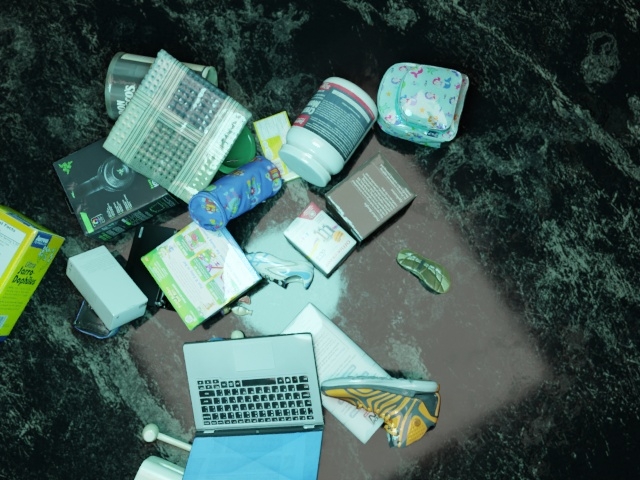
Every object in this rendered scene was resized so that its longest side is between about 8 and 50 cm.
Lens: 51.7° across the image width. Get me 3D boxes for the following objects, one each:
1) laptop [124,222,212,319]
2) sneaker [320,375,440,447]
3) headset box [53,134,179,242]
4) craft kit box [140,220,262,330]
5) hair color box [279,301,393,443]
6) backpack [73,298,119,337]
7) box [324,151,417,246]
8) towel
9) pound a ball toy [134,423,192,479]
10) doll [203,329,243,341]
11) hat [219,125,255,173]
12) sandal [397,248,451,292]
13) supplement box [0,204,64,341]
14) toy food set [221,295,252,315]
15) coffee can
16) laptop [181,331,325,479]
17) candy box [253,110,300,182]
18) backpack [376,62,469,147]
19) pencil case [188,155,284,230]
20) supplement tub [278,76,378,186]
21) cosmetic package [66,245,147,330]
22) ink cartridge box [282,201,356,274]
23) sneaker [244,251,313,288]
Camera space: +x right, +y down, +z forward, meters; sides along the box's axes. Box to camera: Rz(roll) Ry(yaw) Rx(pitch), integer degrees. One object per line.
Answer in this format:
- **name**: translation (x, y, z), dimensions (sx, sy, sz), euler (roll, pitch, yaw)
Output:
- **laptop**: translation (-0.432, 0.089, 1.958), dimensions (0.264, 0.136, 0.235), euler (16, 83, -22)
- **sneaker**: translation (0.156, 0.450, 1.730), dimensions (0.320, 0.124, 0.180), euler (4, 82, 1)
- **headset box**: translation (-0.603, -0.162, 1.929), dimensions (0.283, 0.131, 0.247), euler (-26, 79, -2)
- **craft kit box**: translation (-0.332, 0.082, 1.857), dimensions (0.246, 0.061, 0.250), euler (-35, 84, -6)
- **hair color box**: translation (0.046, 0.366, 1.862), dimensions (0.374, 0.113, 0.185), euler (42, 86, 6)
- **backpack**: translation (-0.633, 0.226, 1.908), dimensions (0.114, 0.084, 0.105), euler (22, 85, 9)
- **box**: translation (0.141, -0.115, 1.892), dimensions (0.203, 0.167, 0.168), euler (-38, 84, -3)
- **towel**: translation (-0.395, -0.304, 1.823), dimensions (0.312, 0.056, 0.324), euler (34, 97, -5)
- **pound a ball toy**: translation (-0.388, 0.667, 1.822), dimensions (0.319, 0.136, 0.208), euler (23, 84, 3)
- **doll**: translation (-0.291, 0.336, 1.906), dimensions (0.129, 0.046, 0.189), euler (40, 86, 5)
- **hat**: translation (-0.330, -0.269, 1.994), dimensions (0.208, 0.183, 0.173), euler (-15, 96, -44)
- **sandal**: translation (0.304, 0.088, 1.927), dimensions (0.180, 0.049, 0.072), euler (34, 79, 20)
- **supplement box**: translation (-0.933, 0.091, 1.878), dimensions (0.194, 0.195, 0.357), euler (29, 85, 4)
- **toy food set**: translation (-0.258, 0.179, 1.928), dimensions (0.122, 0.019, 0.078), euler (4, 85, -8)
- **coffee can**: translation (-0.458, -0.429, 1.929), dimensions (0.275, 0.201, 0.202), euler (9, 83, 2)
- **laptop**: translation (-0.202, 0.479, 1.730), dimensions (0.381, 0.236, 0.408), euler (-7, 95, 14)
- **candy box**: translation (-0.120, -0.277, 1.989), dimensions (0.105, 0.027, 0.206), euler (-19, 83, -4)
- **backpack**: translation (0.288, -0.402, 1.924), dimensions (0.253, 0.191, 0.225), euler (15, 84, 8)
- **pencil case**: translation (-0.232, -0.130, 1.855), dimensions (0.119, 0.306, 0.133), euler (7, 120, 32)
- **supplement tub**: translation (0.022, -0.312, 1.899), dimensions (0.191, 0.191, 0.272), euler (34, 79, 5)
- **cosmetic package**: translation (-0.607, 0.132, 1.874), dimensions (0.117, 0.086, 0.231), euler (-25, 64, -41)
- **ink cartridge box**: translation (0.000, 0.000, 1.901), dimensions (0.176, 0.127, 0.128), euler (42, 85, 5)
- **sneaker**: translation (-0.139, 0.088, 1.912), dimensions (0.237, 0.085, 0.086), euler (8, 65, 1)
